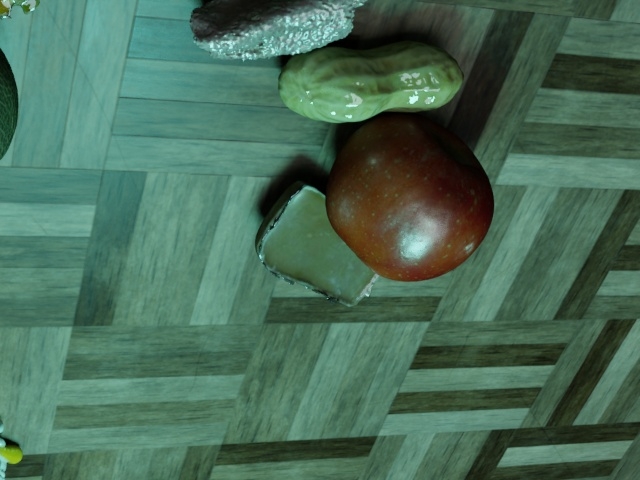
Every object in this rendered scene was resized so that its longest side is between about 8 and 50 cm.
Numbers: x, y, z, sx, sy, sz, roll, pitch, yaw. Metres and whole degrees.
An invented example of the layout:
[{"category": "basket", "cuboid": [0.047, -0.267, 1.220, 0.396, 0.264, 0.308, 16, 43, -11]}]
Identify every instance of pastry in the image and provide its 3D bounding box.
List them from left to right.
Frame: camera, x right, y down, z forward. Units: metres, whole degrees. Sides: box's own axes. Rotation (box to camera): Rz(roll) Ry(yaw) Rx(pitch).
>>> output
[{"category": "pastry", "cuboid": [-0.042, -0.308, 1.614, 0.265, 0.103, 0.112, -22, 144, 3]}]

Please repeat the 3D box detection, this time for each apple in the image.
[{"category": "apple", "cuboid": [0.134, -0.067, 1.814, 0.260, 0.260, 0.216, 24, 120, -37]}]

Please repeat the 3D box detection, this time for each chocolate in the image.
[{"category": "chocolate", "cuboid": [-0.001, -0.001, 1.942, 0.261, 0.083, 0.161, 30, 99, -41]}]

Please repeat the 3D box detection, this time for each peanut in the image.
[{"category": "peanut", "cuboid": [0.077, -0.229, 1.719, 0.275, 0.125, 0.111, -9, 116, -14]}]

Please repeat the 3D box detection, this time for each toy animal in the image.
[{"category": "toy animal", "cuboid": [-0.603, 0.391, 2.098, 0.127, 0.131, 0.181, 15, 125, 8]}]

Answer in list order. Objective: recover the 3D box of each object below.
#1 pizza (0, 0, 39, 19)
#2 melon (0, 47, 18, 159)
[{"category": "pizza", "cuboid": [-0.356, -0.369, 1.462, 0.195, 0.052, 0.185, -16, 129, 0]}, {"category": "melon", "cuboid": [-0.509, -0.191, 1.439, 0.237, 0.237, 0.302, -36, 135, 14]}]
